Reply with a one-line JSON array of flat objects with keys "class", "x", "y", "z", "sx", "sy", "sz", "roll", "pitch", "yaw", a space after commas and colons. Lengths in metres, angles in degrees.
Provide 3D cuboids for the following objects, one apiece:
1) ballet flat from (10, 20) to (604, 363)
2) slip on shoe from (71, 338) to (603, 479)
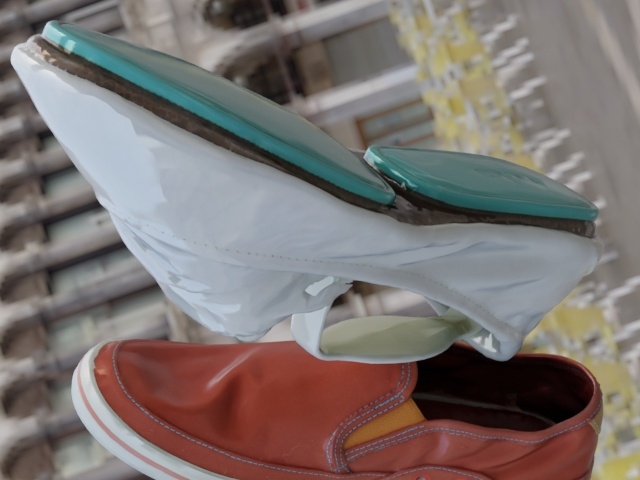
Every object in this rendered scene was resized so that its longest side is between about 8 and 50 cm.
[{"class": "ballet flat", "x": 0.000, "y": 0.000, "z": 0.879, "sx": 0.400, "sy": 0.139, "sz": 0.139, "roll": 13, "pitch": -130, "yaw": -45}, {"class": "slip on shoe", "x": 0.018, "y": 0.094, "z": 1.003, "sx": 0.123, "sy": 0.331, "sz": 0.101, "roll": -105, "pitch": 29, "yaw": -54}]
